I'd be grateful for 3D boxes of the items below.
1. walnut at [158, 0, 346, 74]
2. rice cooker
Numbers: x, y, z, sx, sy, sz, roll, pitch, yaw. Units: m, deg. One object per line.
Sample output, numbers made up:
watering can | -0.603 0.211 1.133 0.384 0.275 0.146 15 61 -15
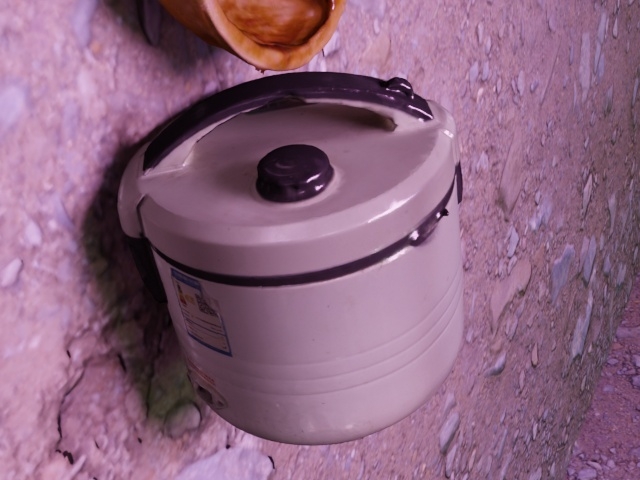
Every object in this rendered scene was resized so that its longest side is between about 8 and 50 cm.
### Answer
walnut | -0.061 -0.194 0.548 0.211 0.087 0.167 27 70 -63
rice cooker | -0.013 0.000 0.586 0.226 0.226 0.244 -52 144 -40
